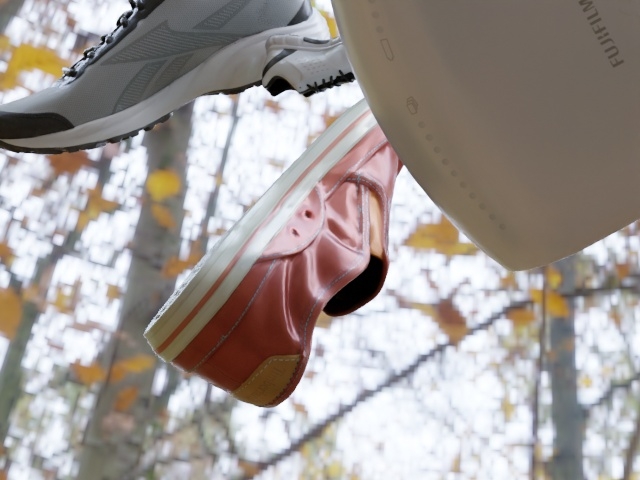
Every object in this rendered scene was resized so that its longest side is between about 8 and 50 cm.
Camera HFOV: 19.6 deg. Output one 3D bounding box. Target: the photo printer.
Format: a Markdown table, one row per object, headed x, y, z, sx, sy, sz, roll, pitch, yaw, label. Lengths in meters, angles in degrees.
| x | y | z | sx | sy | sz | roll | pitch | yaw | label |
| --- | --- | --- | --- | --- | --- | --- | --- | --- | --- |
| 0.170 | -0.142 | 1.089 | 0.308 | 0.107 | 0.256 | -28 | -74 | 8 | photo printer |

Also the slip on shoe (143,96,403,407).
| x | y | z | sx | sy | sz | roll | pitch | yaw | label |
| --- | --- | --- | --- | --- | --- | --- | --- | --- | --- |
| 0.000 | 0.000 | 1.223 | 0.101 | 0.331 | 0.123 | 42 | -52 | -3 | slip on shoe |

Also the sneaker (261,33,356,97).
| x | y | z | sx | sy | sz | roll | pitch | yaw | label |
| --- | --- | --- | --- | --- | --- | --- | --- | --- | --- |
| 0.006 | -0.119 | 1.299 | 0.109 | 0.043 | 0.040 | 2 | -23 | 33 | sneaker |

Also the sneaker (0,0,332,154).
| x | y | z | sx | sy | sz | roll | pitch | yaw | label |
| --- | --- | --- | --- | --- | --- | --- | --- | --- | --- |
| -0.132 | -0.140 | 1.382 | 0.272 | 0.100 | 0.108 | -25 | -75 | -10 | sneaker |
